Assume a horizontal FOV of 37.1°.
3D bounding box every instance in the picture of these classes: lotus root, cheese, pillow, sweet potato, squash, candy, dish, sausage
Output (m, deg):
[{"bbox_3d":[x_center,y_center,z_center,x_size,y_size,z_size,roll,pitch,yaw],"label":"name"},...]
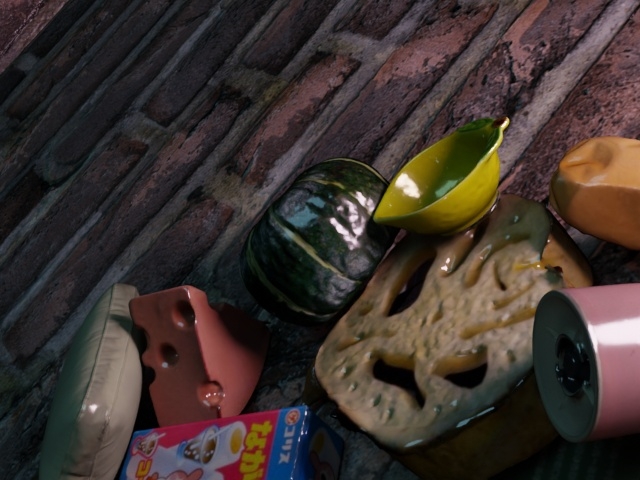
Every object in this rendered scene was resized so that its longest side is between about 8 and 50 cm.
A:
[{"bbox_3d":[0.158,0.113,1.150,0.375,0.111,0.390,-18,38,29],"label":"lotus root"},{"bbox_3d":[-0.170,0.183,1.348,0.128,0.203,0.177,-13,62,29],"label":"cheese"},{"bbox_3d":[-0.325,0.238,1.374,0.322,0.120,0.255,-94,22,-59],"label":"pillow"},{"bbox_3d":[0.000,0.190,1.292,0.117,0.049,0.049,-55,40,-4],"label":"sweet potato"},{"bbox_3d":[0.000,0.000,1.322,0.252,0.165,0.252,-50,-1,-1],"label":"squash"},{"bbox_3d":[-0.126,0.321,1.240,0.306,0.100,0.157,-16,45,31],"label":"candy"},{"bbox_3d":[0.168,-0.065,1.199,0.208,0.080,0.149,-36,25,14],"label":"dish"},{"bbox_3d":[0.381,-0.047,1.082,0.241,0.120,0.136,18,37,20],"label":"sausage"}]

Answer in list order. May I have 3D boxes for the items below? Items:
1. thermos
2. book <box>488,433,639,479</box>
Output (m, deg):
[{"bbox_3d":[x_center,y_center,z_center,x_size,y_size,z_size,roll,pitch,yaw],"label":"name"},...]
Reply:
[{"bbox_3d":[0.359,0.109,0.913,0.265,0.146,0.176,-5,7,-8],"label":"thermos"},{"bbox_3d":[0.290,0.286,0.961,0.371,0.043,0.260,-1,55,43],"label":"book"}]
